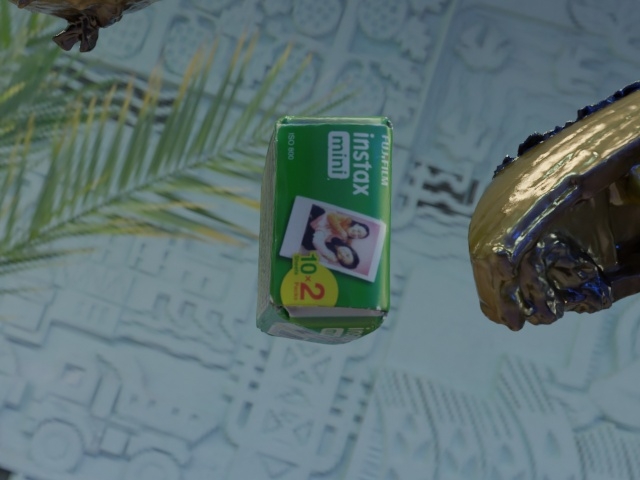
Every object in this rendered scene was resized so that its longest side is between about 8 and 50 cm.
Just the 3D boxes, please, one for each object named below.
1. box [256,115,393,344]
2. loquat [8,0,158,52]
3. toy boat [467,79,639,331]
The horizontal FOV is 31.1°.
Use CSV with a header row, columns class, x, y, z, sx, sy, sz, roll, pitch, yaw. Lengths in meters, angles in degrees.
class,x,y,z,sx,sy,sz,roll,pitch,yaw
box,0.000,0.000,1.016,0.103,0.180,0.250,2,-9,-6
loquat,-0.130,-0.217,0.672,0.172,0.205,0.149,2,-9,15
toy boat,0.213,-0.038,0.542,0.121,0.321,0.089,42,-30,58
